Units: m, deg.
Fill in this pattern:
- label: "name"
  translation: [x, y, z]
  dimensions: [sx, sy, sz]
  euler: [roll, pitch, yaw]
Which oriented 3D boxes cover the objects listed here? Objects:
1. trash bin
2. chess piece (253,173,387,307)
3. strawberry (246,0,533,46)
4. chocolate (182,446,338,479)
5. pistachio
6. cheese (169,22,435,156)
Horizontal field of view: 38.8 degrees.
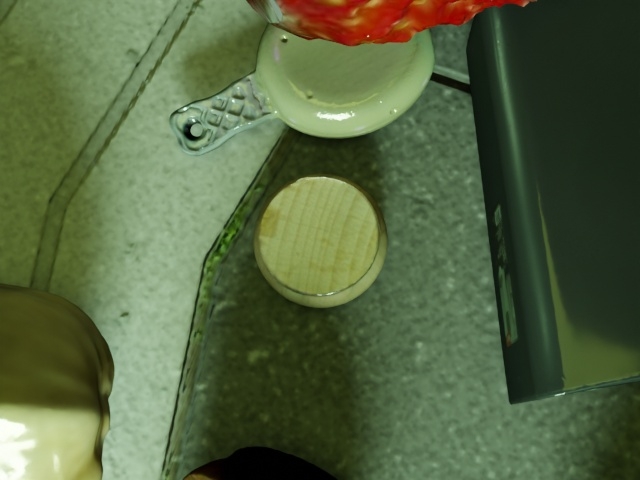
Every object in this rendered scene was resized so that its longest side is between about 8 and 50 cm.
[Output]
- label: "trash bin"
  translation: [0.178, -0.030, 0.522]
  dimensions: [0.165, 0.115, 0.226]
  euler: [-8, 79, 1]
- label: "chess piece"
  translation: [0.000, 0.000, 0.564]
  dimensions: [0.083, 0.038, 0.084]
  euler: [-1, 83, 5]
- label: "strawberry"
  translation: [0.083, -0.239, 0.469]
  dimensions: [0.267, 0.312, 0.351]
  euler: [40, 79, -16]
- label: "chocolate"
  translation: [-0.038, 0.193, 0.496]
  dimensions: [0.127, 0.124, 0.133]
  euler: [32, 104, -9]
- label: "pistachio"
  translation: [-0.221, 0.093, 0.506]
  dimensions: [0.229, 0.157, 0.157]
  euler: [3, 81, 16]
- label: "cheese"
  translation: [-0.014, -0.108, 0.576]
  dimensions: [0.171, 0.047, 0.092]
  euler: [-7, 80, 3]
